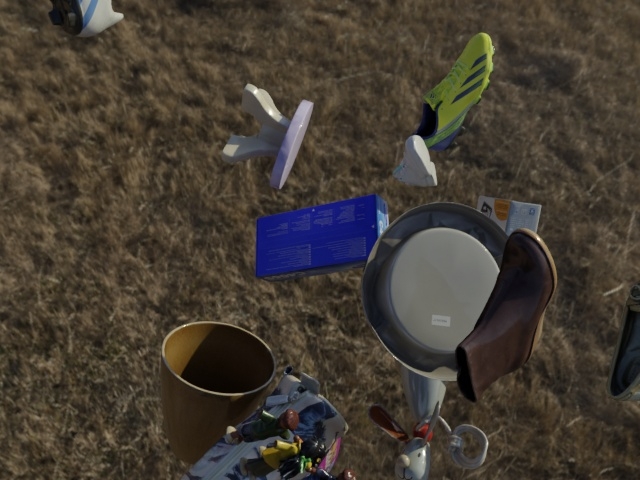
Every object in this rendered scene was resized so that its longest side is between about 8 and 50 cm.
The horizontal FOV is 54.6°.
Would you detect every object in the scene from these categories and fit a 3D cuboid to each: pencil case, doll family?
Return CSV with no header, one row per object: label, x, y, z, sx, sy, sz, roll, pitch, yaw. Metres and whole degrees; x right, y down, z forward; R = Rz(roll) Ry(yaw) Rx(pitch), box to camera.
pencil case,-0.141,0.411,1.080,0.410,0.183,0.160,-41,40,-24
doll family,-0.031,0.282,0.797,0.111,0.193,0.076,-22,47,16

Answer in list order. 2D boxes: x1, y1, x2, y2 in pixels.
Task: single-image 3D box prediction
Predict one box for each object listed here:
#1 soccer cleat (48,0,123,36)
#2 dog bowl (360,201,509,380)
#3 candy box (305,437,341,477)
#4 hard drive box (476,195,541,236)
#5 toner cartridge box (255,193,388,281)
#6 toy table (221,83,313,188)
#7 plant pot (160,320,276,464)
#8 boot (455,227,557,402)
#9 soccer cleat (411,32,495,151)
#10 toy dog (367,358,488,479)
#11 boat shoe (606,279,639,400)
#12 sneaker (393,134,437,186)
soccer cleat,-0.441,-0.542,1.117,0.116,0.331,0.143,22,37,30
dog bowl,0.239,0.102,1.253,0.349,0.102,0.348,2,82,-12
candy box,-0.046,0.492,1.270,0.071,0.159,0.233,25,49,19
hard drive box,0.483,0.006,1.652,0.089,0.232,0.181,6,6,-13
toner cartridge box,0.000,0.000,1.563,0.348,0.075,0.165,-10,72,27
toy table,-0.132,-0.271,1.577,0.161,0.252,0.274,20,44,1
plant pot,-0.238,0.344,1.320,0.237,0.254,0.237,14,25,-6
boot,0.300,0.124,1.021,0.207,0.248,0.090,-30,32,-34
soccer cleat,0.306,-0.345,1.442,0.121,0.289,0.093,13,24,-21
toy dog,0.214,0.345,1.359,0.220,0.161,0.333,-26,44,21
boat shoe,0.325,0.088,0.617,0.048,0.153,0.056,8,13,-42
sneaker,0.214,-0.174,1.463,0.094,0.212,0.080,-8,68,18
